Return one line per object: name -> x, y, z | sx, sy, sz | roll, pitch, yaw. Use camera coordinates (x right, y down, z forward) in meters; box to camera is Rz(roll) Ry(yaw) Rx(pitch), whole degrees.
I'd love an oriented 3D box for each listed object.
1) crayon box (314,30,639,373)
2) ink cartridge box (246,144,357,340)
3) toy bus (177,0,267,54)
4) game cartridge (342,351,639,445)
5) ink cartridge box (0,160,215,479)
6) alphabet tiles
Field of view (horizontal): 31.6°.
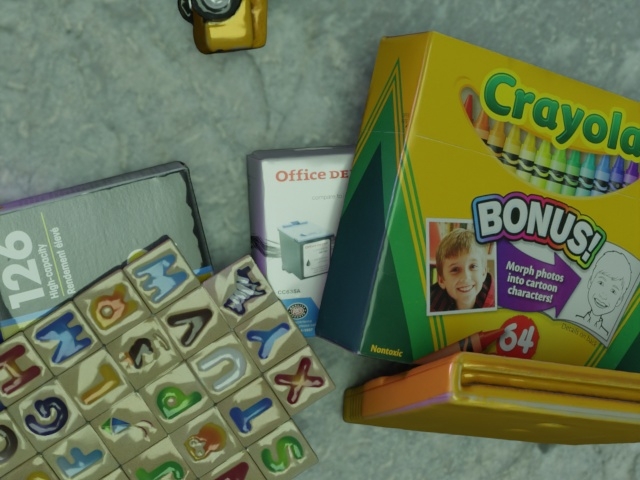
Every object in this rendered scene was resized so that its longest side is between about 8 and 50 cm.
crayon box -> 0.203, -0.015, 1.174 | 0.363, 0.106, 0.313 | 13, 91, -28
ink cartridge box -> 0.000, 0.000, 1.192 | 0.140, 0.082, 0.190 | -5, 101, -12
toy bus -> -0.082, -0.355, 1.111 | 0.130, 0.108, 0.332 | -7, 99, -13
game cartridge -> 0.202, 0.167, 1.142 | 0.286, 0.324, 0.052 | 8, 77, -15
ink cartridge box -> -0.250, 0.101, 1.157 | 0.307, 0.072, 0.303 | -16, 102, -13
alphabet tiles -> -0.171, 0.174, 1.142 | 0.343, 0.011, 0.285 | -32, 104, -3
